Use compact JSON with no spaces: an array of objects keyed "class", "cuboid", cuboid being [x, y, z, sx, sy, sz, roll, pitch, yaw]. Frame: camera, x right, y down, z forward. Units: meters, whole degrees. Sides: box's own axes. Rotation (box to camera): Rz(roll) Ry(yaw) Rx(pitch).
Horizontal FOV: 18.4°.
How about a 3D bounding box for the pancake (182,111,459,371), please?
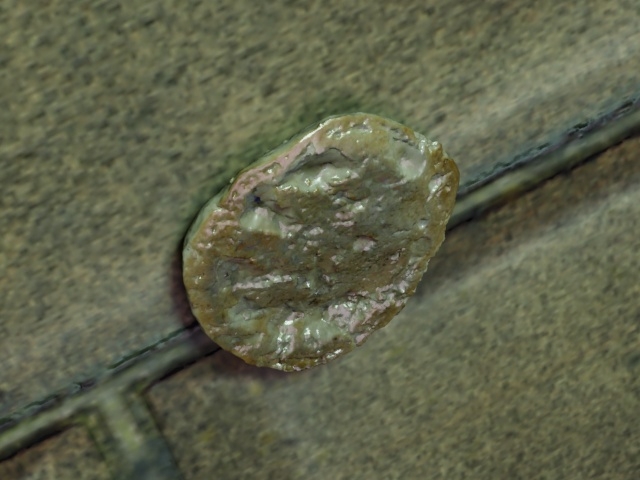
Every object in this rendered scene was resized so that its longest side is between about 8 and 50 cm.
[{"class":"pancake","cuboid":[0.000,0.000,0.888,0.139,0.022,0.139,-15,132,-18]}]
